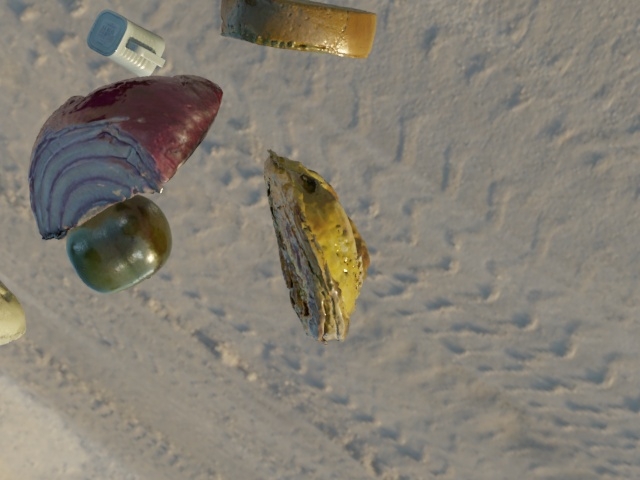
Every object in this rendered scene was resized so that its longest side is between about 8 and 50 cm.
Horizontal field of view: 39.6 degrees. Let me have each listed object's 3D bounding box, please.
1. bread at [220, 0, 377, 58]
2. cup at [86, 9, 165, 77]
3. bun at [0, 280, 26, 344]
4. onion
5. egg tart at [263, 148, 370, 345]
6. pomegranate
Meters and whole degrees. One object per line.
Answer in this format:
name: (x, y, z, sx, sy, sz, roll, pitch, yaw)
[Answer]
bread: (-0.035, -0.318, 1.298, 0.236, 0.236, 0.070, 20, 110, 31)
cup: (-0.381, -0.391, 1.793, 0.128, 0.095, 0.129, 31, -174, 26)
bun: (-0.437, 0.073, 1.044, 0.183, 0.102, 0.183, 1, -178, 0)
onion: (-0.238, -0.131, 1.012, 0.250, 0.247, 0.111, -22, 122, 33)
egg tart: (0.000, 0.000, 1.265, 0.297, 0.132, 0.297, 161, 90, -83)
pomegranate: (-0.301, -0.021, 1.285, 0.191, 0.152, 0.131, 62, -175, 16)
